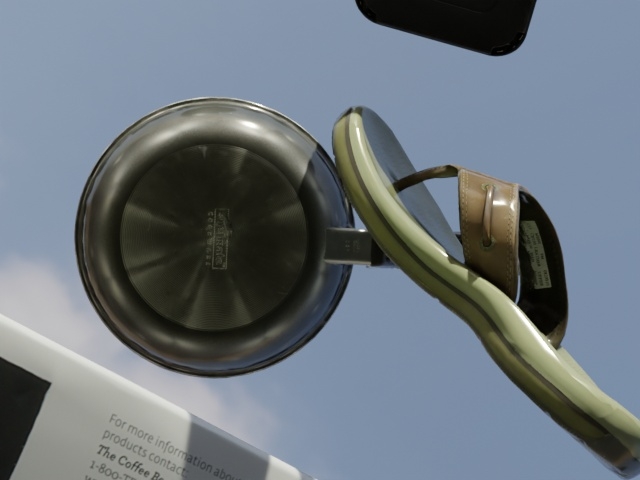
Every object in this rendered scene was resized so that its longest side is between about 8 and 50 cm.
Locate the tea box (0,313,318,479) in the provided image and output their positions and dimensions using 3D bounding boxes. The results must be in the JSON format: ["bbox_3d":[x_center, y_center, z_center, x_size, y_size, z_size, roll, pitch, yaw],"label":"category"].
[{"bbox_3d":[-0.214,0.143,0.860,0.323,0.329,0.220,4,-114,56],"label":"tea box"}]

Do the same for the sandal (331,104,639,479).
[{"bbox_3d":[0.116,0.019,1.116,0.086,0.120,0.303,-46,-121,8],"label":"sandal"}]

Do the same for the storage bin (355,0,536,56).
[{"bbox_3d":[0.103,-0.230,1.234,0.122,0.084,0.180,16,-59,5],"label":"storage bin"}]

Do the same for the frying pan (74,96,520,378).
[{"bbox_3d":[-0.015,0.026,1.263,0.326,0.053,0.197,26,-91,-1],"label":"frying pan"}]
